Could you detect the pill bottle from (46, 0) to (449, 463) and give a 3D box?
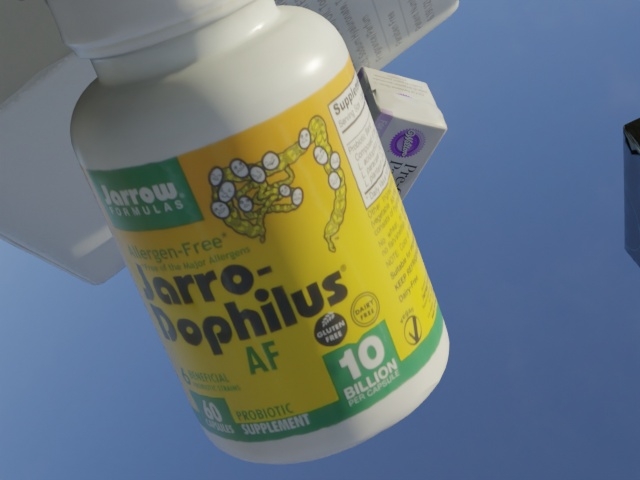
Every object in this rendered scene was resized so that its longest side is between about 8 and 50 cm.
[{"bbox_3d":[-0.031,-0.023,0.488,0.117,0.208,0.117,-18,-158,7],"label":"pill bottle"}]

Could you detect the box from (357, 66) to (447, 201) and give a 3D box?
[{"bbox_3d":[0.000,0.000,1.022,0.324,0.067,0.063,-59,-147,35],"label":"box"}]

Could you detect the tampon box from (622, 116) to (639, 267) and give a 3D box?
[{"bbox_3d":[0.259,-0.026,0.639,0.161,0.120,0.101,-25,-128,-3],"label":"tampon box"}]

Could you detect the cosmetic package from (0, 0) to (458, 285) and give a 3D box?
[{"bbox_3d":[-0.155,-0.231,0.880,0.393,0.329,0.327,-38,163,1],"label":"cosmetic package"}]
